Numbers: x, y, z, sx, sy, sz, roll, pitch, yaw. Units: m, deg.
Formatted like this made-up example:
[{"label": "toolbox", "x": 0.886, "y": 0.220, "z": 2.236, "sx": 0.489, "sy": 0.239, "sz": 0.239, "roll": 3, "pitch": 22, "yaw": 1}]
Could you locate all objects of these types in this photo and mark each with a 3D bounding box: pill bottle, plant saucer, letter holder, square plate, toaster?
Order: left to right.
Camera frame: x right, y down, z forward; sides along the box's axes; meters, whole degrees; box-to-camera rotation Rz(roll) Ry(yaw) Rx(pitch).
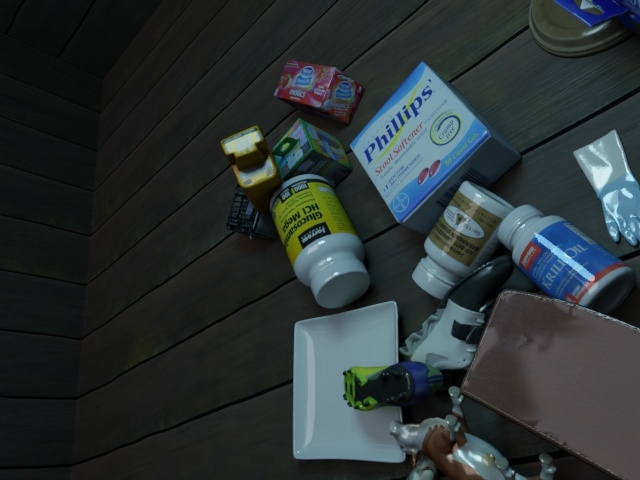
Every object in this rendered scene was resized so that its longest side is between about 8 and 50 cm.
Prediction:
[{"label": "toaster", "x": -0.205, "y": -0.088, "z": 1.650, "sx": 0.168, "sy": 0.110, "sz": 0.186, "roll": 7, "pitch": 81, "yaw": 48}, {"label": "pill bottle", "x": 0.000, "y": 0.000, "z": 1.344, "sx": 0.188, "sy": 0.187, "sz": 0.334, "roll": -47, "pitch": 47, "yaw": 25}, {"label": "square plate", "x": 0.064, "y": 0.344, "z": 1.255, "sx": 0.347, "sy": 0.049, "sz": 0.344, "roll": -19, "pitch": 62, "yaw": 41}, {"label": "pill bottle", "x": 0.290, "y": 0.006, "z": 1.073, "sx": 0.131, "sy": 0.131, "sz": 0.229, "roll": 48, "pitch": 116, "yaw": 44}, {"label": "pill bottle", "x": 0.425, "y": 0.033, "z": 0.930, "sx": 0.124, "sy": 0.124, "sz": 0.221, "roll": -55, "pitch": 44, "yaw": 17}, {"label": "letter holder", "x": 0.422, "y": 0.222, "z": 0.848, "sx": 0.301, "sy": 0.152, "sz": 0.215, "roll": 21, "pitch": 89, "yaw": 48}, {"label": "plant saucer", "x": 0.552, "y": -0.509, "z": 1.056, "sx": 0.277, "sy": 0.041, "sz": 0.278, "roll": -18, "pitch": 64, "yaw": 41}]

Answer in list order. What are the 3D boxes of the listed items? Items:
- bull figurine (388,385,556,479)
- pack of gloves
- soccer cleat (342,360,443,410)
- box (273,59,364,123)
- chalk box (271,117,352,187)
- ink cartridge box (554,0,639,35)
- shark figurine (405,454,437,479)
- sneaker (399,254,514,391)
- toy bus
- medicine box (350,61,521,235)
[{"label": "bull figurine", "x": 0.266, "y": 0.388, "z": 0.943, "sx": 0.310, "sy": 0.101, "sz": 0.189, "roll": 29, "pitch": 136, "yaw": 33}, {"label": "pack of gloves", "x": 0.563, "y": -0.116, "z": 0.897, "sx": 0.195, "sy": 0.046, "sz": 0.232, "roll": -30, "pitch": 55, "yaw": 35}, {"label": "soccer cleat", "x": 0.141, "y": 0.303, "z": 1.087, "sx": 0.289, "sy": 0.121, "sz": 0.094, "roll": -32, "pitch": 61, "yaw": 60}, {"label": "box", "x": -0.009, "y": -0.446, "z": 1.560, "sx": 0.256, "sy": 0.128, "sz": 0.123, "roll": 30, "pitch": 98, "yaw": 48}, {"label": "chalk box", "x": -0.041, "y": -0.236, "z": 1.453, "sx": 0.132, "sy": 0.213, "sz": 0.132, "roll": -41, "pitch": 49, "yaw": 28}, {"label": "ink cartridge box", "x": 0.601, "y": -0.518, "z": 0.881, "sx": 0.395, "sy": 0.151, "sz": 0.270, "roll": -45, "pitch": 55, "yaw": 21}, {"label": "shark figurine", "x": 0.120, "y": 0.541, "z": 1.066, "sx": 0.116, "sy": 0.278, "sz": 0.166, "roll": 174, "pitch": 78, "yaw": -84}, {"label": "sneaker", "x": 0.295, "y": 0.170, "z": 1.017, "sx": 0.146, "sy": 0.122, "sz": 0.331, "roll": 53, "pitch": 135, "yaw": 29}, {"label": "toy bus", "x": -0.171, "y": -0.183, "z": 1.405, "sx": 0.108, "sy": 0.333, "sz": 0.130, "roll": -22, "pitch": 79, "yaw": -2}, {"label": "medicine box", "x": 0.246, "y": -0.203, "z": 1.187, "sx": 0.263, "sy": 0.149, "sz": 0.289, "roll": -47, "pitch": 48, "yaw": 24}]
